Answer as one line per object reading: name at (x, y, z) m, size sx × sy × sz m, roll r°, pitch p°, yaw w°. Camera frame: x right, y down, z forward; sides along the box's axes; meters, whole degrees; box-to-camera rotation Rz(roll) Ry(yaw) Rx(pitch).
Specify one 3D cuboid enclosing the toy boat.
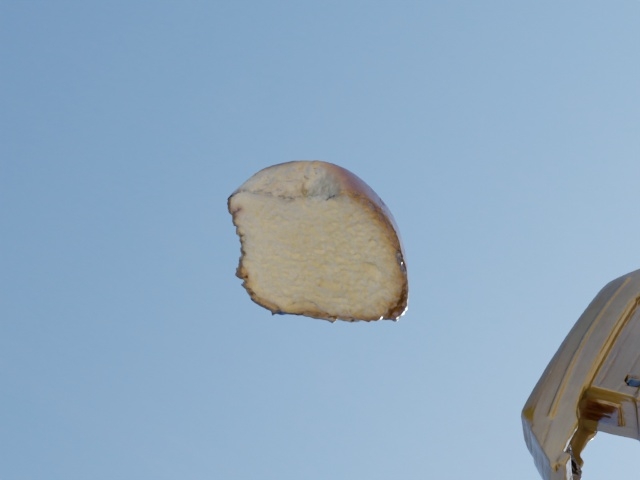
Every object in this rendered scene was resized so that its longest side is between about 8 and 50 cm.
toy boat at (0.197, 0.093, 1.102) m, size 0.200 × 0.077 × 0.057 m, roll -49°, pitch -41°, yaw -37°

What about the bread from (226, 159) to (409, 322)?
bread at (0.000, 0.000, 1.138) m, size 0.129 × 0.126 × 0.044 m, roll 78°, pitch -159°, yaw -45°
